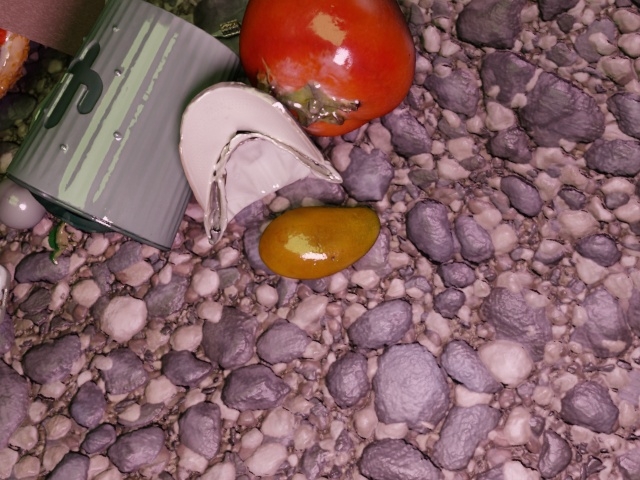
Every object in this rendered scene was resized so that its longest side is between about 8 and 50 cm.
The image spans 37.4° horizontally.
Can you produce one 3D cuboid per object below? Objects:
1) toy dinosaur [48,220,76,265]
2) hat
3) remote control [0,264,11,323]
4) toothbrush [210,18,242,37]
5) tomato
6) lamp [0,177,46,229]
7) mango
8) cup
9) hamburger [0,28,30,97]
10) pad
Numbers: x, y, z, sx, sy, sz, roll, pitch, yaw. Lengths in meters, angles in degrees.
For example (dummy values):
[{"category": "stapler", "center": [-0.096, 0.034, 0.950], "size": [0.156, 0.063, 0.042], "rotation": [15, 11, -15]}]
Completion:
[{"category": "toy dinosaur", "center": [-0.505, -0.014, 1.828], "size": [0.060, 0.029, 0.120], "rotation": [-14, 76, 24]}, {"category": "hat", "center": [-0.130, -0.156, 1.633], "size": [0.257, 0.301, 0.168], "rotation": [-26, 41, 4]}, {"category": "remote control", "center": [-0.763, 0.091, 1.832], "size": [0.335, 0.065, 0.128], "rotation": [7, 84, 10]}, {"category": "toothbrush", "center": [-0.314, -0.369, 1.847], "size": [0.342, 0.030, 0.025], "rotation": [-16, 74, 9]}, {"category": "tomato", "center": [0.015, -0.347, 1.651], "size": [0.321, 0.321, 0.322], "rotation": [-1, 81, 9]}, {"category": "lamp", "center": [-0.574, -0.073, 1.807], "size": [0.105, 0.105, 0.105], "rotation": [-1, 81, 9]}, {"category": "mango", "center": [0.000, 0.000, 1.706], "size": [0.227, 0.099, 0.136], "rotation": [-13, 72, -1]}, {"category": "cup", "center": [-0.375, -0.217, 1.685], "size": [0.400, 0.310, 0.392], "rotation": [25, 88, 14]}, {"category": "hamburger", "center": [-0.726, -0.406, 1.799], "size": [0.329, 0.250, 0.330], "rotation": [2, 95, 23]}, {"category": "pad", "center": [-0.519, -0.457, 1.790], "size": [0.002, 0.266, 0.176], "rotation": [-1, 80, 38]}]
